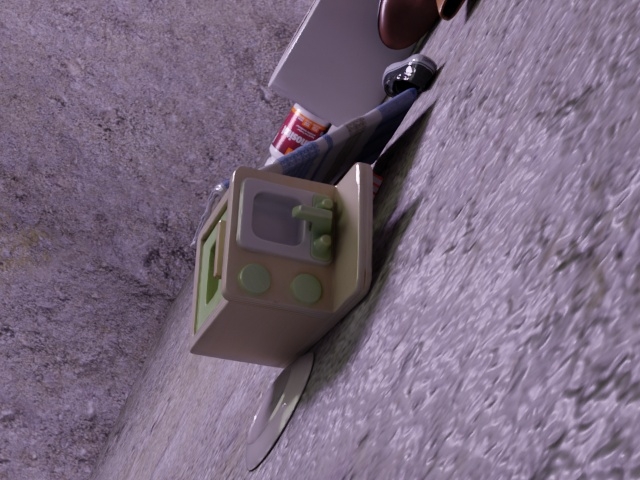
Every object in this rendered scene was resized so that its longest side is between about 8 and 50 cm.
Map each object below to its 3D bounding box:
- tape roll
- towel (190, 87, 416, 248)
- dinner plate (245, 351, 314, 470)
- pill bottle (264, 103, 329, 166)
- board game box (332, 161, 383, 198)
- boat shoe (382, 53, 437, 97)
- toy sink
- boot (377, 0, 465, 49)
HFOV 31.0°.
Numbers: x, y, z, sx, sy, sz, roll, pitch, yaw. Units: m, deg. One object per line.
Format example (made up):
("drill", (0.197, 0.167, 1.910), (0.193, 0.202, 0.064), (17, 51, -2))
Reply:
("tape roll", (0.043, -0.316, 1.894), (0.246, 0.169, 0.246), (-59, 8, 13))
("towel", (-0.024, -0.083, 1.409), (0.285, 0.034, 0.209), (-30, -10, -21))
("dinner plate", (-0.048, 0.177, 1.223), (0.141, 0.017, 0.141), (-58, 9, 15))
("pill bottle", (-0.052, -0.205, 2.422), (0.152, 0.086, 0.086), (-59, 8, 14))
("board game box", (0.000, 0.000, 1.454), (0.146, 0.045, 0.193), (-63, 8, -21))
("boat shoe", (0.109, -0.207, 1.510), (0.040, 0.049, 0.142), (-62, 10, -13))
("toy sink", (-0.051, 0.020, 1.224), (0.234, 0.131, 0.152), (133, 144, -57))
("boot", (0.173, -0.345, 1.595), (0.264, 0.096, 0.280), (-49, 18, 20))
